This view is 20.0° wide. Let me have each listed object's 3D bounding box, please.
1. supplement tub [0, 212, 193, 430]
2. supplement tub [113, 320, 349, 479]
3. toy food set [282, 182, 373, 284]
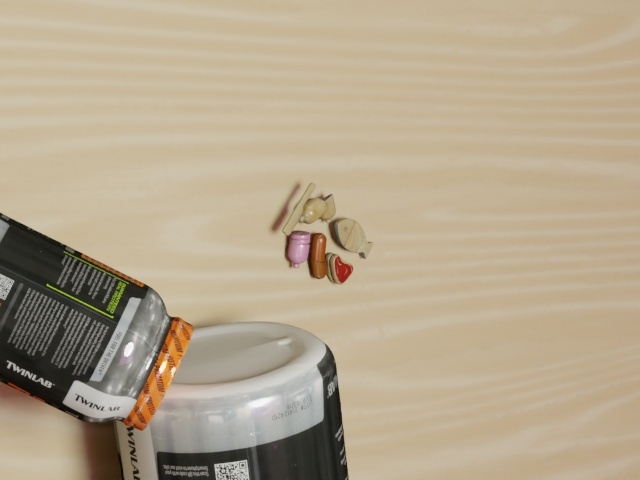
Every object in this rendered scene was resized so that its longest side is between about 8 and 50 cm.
[{"bbox_3d":[-0.201,0.065,1.391,0.190,0.117,0.117,27,76,-6],"label":"supplement tub"},{"bbox_3d":[-0.067,0.243,1.555,0.193,0.193,0.316,-19,110,-41],"label":"supplement tub"},{"bbox_3d":[0.000,0.000,1.700,0.078,0.019,0.122,-59,139,-18],"label":"toy food set"}]
